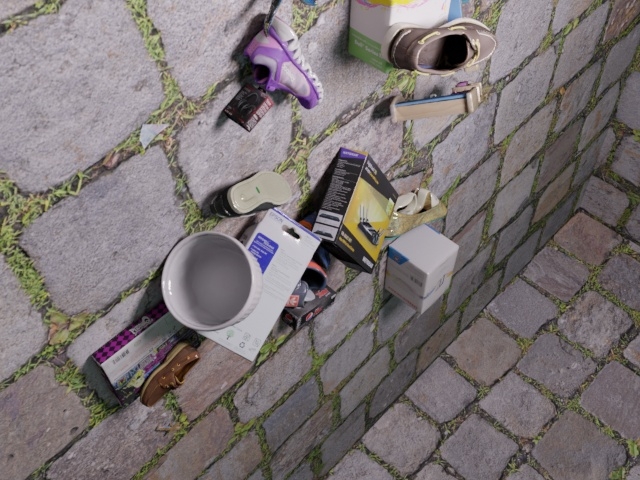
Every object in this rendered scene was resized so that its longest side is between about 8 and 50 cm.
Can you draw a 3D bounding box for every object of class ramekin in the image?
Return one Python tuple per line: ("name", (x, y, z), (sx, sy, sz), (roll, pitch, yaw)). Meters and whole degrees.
("ramekin", (-0.218, 0.089, 1.520), (0.207, 0.207, 0.109), (-55, 162, 3))

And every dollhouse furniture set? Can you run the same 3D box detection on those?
("dollhouse furniture set", (0.278, -0.471, 1.795), (0.286, 0.198, 0.304), (-46, 129, -65))

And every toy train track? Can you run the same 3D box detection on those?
("toy train track", (-0.404, 0.493, 1.908), (0.048, 0.014, 0.083), (-51, 148, 11))

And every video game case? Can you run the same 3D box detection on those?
("video game case", (-0.381, 0.245, 1.615), (0.232, 0.042, 0.210), (-40, 151, -25))

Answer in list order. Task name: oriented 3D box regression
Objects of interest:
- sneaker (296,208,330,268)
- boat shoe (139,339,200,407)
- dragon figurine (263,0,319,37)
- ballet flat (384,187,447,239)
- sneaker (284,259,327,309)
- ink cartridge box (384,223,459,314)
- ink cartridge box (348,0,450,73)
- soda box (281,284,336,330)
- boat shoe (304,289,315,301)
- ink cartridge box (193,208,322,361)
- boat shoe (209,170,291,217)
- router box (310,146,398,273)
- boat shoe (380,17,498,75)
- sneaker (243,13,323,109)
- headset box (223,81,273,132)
("sneaker", (0.000, 0.000, 1.896), (0.087, 0.083, 0.221), (-49, 156, -20))
("boat shoe", (-0.342, 0.312, 1.643), (0.178, 0.060, 0.064), (-52, 155, -1))
("dragon figurine", (-0.032, -0.491, 1.248), (0.289, 0.085, 0.144), (-46, 152, -16))
("ballet flat", (0.289, -0.100, 2.211), (0.348, 0.123, 0.123), (-23, 140, -45))
("sneaker", (-0.121, 0.127, 1.773), (0.350, 0.148, 0.131), (-29, 145, -39))
("ink cartridge box", (0.337, 0.092, 2.440), (0.168, 0.171, 0.233), (-38, 150, -28))
("ink cartridge box", (0.174, -0.548, 1.471), (0.207, 0.119, 0.354), (-36, 148, -28))
("soda box", (-0.032, 0.189, 2.086), (0.169, 0.060, 0.053), (-31, 147, -39))
("boat shoe", (-0.068, 0.157, 2.015), (0.040, 0.049, 0.142), (-43, 157, 23))
("ink cartridge box", (-0.147, 0.096, 1.666), (0.165, 0.065, 0.333), (35, 81, -27))
("boat shoe", (-0.146, -0.097, 1.570), (0.079, 0.084, 0.233), (-25, 179, 34))
("router box", (0.096, -0.069, 1.882), (0.309, 0.081, 0.243), (38, 69, -64))
("boat shoe", (0.273, -0.402, 1.521), (0.324, 0.096, 0.117), (-12, 129, -39))
("sneaker", (-0.075, -0.322, 1.385), (0.104, 0.095, 0.236), (-45, 147, -4))
("headset box", (-0.136, -0.259, 1.385), (0.083, 0.062, 0.032), (-50, 154, -4))
